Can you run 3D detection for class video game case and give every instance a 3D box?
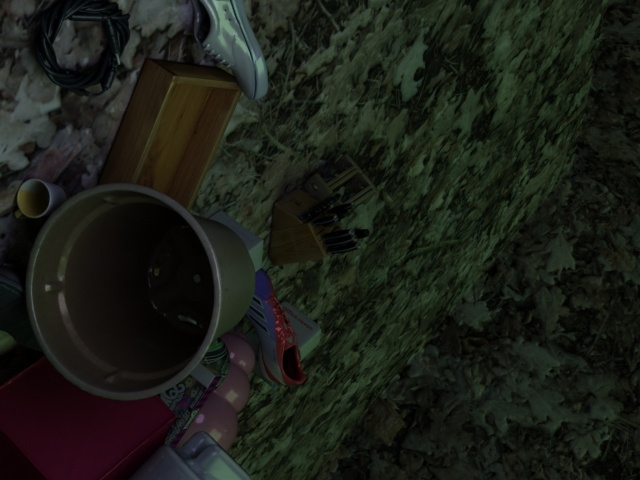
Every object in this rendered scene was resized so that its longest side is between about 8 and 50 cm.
[{"bbox_3d":[-0.352,0.322,1.977,0.232,0.210,0.042,-56,158,4],"label":"video game case"}]

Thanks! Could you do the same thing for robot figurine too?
[{"bbox_3d":[-0.293,0.515,1.677,0.353,0.300,0.199,-46,111,-13],"label":"robot figurine"}]

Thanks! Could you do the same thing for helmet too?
[{"bbox_3d":[-0.285,0.273,2.083,0.169,0.161,0.169,-22,130,-29],"label":"helmet"}]

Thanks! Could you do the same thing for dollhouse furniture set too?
[{"bbox_3d":[0.021,-0.099,2.280,0.129,0.129,0.184,-36,174,-39],"label":"dollhouse furniture set"}]

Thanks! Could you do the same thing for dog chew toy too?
[{"bbox_3d":[-0.265,0.367,2.231,0.206,0.207,0.331,82,29,-58],"label":"dog chew toy"}]

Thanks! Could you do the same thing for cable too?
[{"bbox_3d":[-0.346,-0.292,1.368,0.150,0.047,0.184,-56,156,2],"label":"cable"}]

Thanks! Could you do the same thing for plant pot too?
[{"bbox_3d":[-0.262,0.075,1.552,0.333,0.334,0.305,-59,166,10],"label":"plant pot"}]

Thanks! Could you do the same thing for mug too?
[{"bbox_3d":[-0.447,-0.067,1.483,0.064,0.078,0.062,-4,93,-72],"label":"mug"}]

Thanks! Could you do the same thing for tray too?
[{"bbox_3d":[-0.297,-0.119,1.664,0.203,0.076,0.410,-10,131,-59],"label":"tray"}]

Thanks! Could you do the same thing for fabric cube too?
[{"bbox_3d":[-0.461,0.368,1.711,0.259,0.254,0.258,-37,165,-37],"label":"fabric cube"}]

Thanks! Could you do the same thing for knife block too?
[{"bbox_3d":[0.000,0.000,2.181,0.088,0.242,0.275,-36,151,-36],"label":"knife block"}]

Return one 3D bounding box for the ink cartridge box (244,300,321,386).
[{"bbox_3d":[-0.112,0.273,2.462,0.191,0.140,0.082,-40,152,-32],"label":"ink cartridge box"}]

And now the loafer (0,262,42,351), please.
[{"bbox_3d":[-0.515,0.096,1.544,0.109,0.095,0.302,-24,150,4],"label":"loafer"}]

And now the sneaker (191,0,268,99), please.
[{"bbox_3d":[-0.166,-0.343,1.567,0.091,0.094,0.258,-32,127,-16],"label":"sneaker"}]

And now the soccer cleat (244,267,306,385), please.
[{"bbox_3d":[-0.112,0.210,2.271,0.109,0.116,0.318,-28,114,-39],"label":"soccer cleat"}]

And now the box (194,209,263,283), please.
[{"bbox_3d":[-0.223,0.039,1.944,0.170,0.130,0.091,-37,150,-35],"label":"box"}]
